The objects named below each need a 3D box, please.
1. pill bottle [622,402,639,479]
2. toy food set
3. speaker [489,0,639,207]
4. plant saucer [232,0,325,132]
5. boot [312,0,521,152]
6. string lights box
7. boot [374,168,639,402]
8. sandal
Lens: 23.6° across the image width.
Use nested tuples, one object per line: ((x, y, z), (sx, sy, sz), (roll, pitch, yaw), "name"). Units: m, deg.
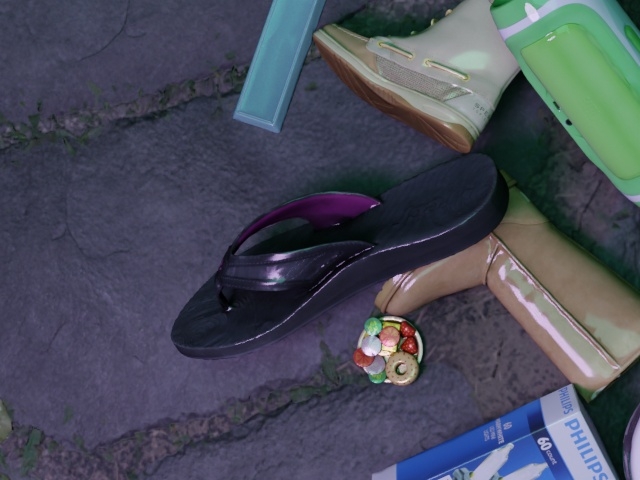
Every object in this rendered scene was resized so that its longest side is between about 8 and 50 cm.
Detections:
((0.418, 0.225, 1.572), (0.204, 0.361, 0.204), (-1, 83, 9), "pill bottle")
((0.082, 0.132, 1.848), (0.082, 0.020, 0.083), (7, 88, 15), "toy food set")
((0.320, -0.175, 1.711), (0.131, 0.131, 0.296), (-38, 102, 8), "speaker")
((-0.052, -0.234, 1.916), (0.067, 0.018, 0.192), (19, 91, 15), "plant saucer")
((0.136, -0.242, 1.829), (0.262, 0.095, 0.203), (34, 81, 35), "boot")
((0.202, 0.283, 1.753), (0.259, 0.077, 0.133), (-27, 106, 11), "string lights box")
((0.229, 0.083, 1.781), (0.236, 0.089, 0.269), (-45, 78, 7), "boot")
((0.001, -0.002, 1.788), (0.446, 0.167, 0.107), (-27, 123, 18), "sandal")
